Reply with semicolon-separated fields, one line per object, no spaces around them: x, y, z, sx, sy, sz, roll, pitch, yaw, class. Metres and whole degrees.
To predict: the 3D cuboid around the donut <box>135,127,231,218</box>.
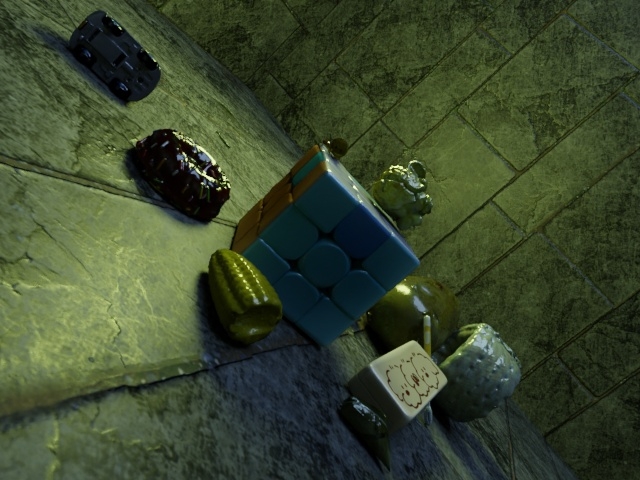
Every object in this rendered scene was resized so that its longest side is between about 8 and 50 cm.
-0.291;-0.152;1.016;0.235;0.089;0.235;45;13;-14;donut

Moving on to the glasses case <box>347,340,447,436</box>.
0.191;0.331;1.088;0.144;0.076;0.336;50;20;19;glasses case

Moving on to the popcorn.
0.185;-0.106;1.083;0.135;0.163;0.141;5;4;-21;popcorn

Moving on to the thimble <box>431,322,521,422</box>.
0.447;0.394;1.426;0.195;0.291;0.291;50;11;2;thimble

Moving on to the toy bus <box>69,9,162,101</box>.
-0.498;-0.452;1.171;0.209;0.126;0.136;44;3;-18;toy bus

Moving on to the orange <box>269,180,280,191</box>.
-0.057;-0.096;1.491;0.240;0.171;0.240;47;10;-11;orange

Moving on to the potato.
0.297;0.226;1.488;0.270;0.219;0.359;49;34;20;potato

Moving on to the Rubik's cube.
0.000;0.000;1.063;0.290;0.291;0.291;44;12;-18;Rubik's cube

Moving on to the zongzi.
0.083;0.348;0.845;0.104;0.052;0.113;33;30;-27;zongzi

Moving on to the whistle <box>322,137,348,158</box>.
0.033;-0.212;1.090;0.109;0.057;0.046;-100;-168;-83;whistle

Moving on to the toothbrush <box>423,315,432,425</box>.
0.288;0.345;1.258;0.024;0.021;0.288;56;35;-64;toothbrush

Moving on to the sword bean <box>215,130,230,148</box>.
-0.356;-0.368;1.704;0.083;0.012;0.012;51;11;8;sword bean

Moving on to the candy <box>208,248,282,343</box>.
-0.140;0.078;0.796;0.106;0.094;0.199;29;15;-43;candy
